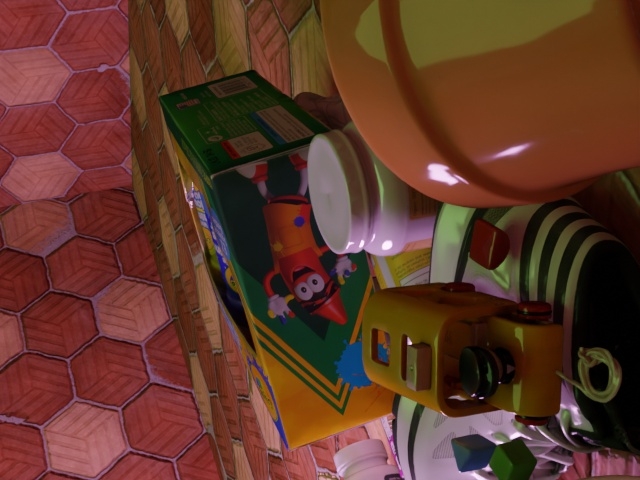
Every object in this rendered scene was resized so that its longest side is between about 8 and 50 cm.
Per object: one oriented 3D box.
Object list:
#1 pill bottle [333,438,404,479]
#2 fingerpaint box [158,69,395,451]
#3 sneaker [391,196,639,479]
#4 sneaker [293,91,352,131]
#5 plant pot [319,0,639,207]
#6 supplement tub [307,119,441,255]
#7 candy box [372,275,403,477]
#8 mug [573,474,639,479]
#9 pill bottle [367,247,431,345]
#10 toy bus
[{"bbox_3d":[0.086,0.396,1.497,0.108,0.108,0.180,107,148,-56],"label":"pill bottle"},{"bbox_3d":[-0.071,0.002,1.339,0.445,0.163,0.371,-130,24,-64],"label":"fingerpaint box"},{"bbox_3d":[0.193,0.172,0.922,0.257,0.169,0.447,-128,34,-58],"label":"sneaker"},{"bbox_3d":[0.039,-0.155,1.347,0.292,0.110,0.118,-130,49,-55],"label":"sneaker"},{"bbox_3d":[0.175,-0.162,0.650,0.204,0.291,0.290,5,106,54],"label":"plant pot"},{"bbox_3d":[0.100,-0.064,1.016,0.144,0.200,0.144,169,90,-72],"label":"supplement tub"},{"bbox_3d":[0.115,0.177,1.332,0.159,0.071,0.233,107,148,-58],"label":"candy box"},{"bbox_3d":[0.164,0.333,0.836,0.374,0.276,0.328,30,159,7],"label":"mug"},{"bbox_3d":[0.131,0.056,1.129,0.119,0.119,0.208,110,145,-58],"label":"pill bottle"},{"bbox_3d":[0.115,0.096,0.819,0.190,0.104,0.202,66,146,32],"label":"toy bus"}]
